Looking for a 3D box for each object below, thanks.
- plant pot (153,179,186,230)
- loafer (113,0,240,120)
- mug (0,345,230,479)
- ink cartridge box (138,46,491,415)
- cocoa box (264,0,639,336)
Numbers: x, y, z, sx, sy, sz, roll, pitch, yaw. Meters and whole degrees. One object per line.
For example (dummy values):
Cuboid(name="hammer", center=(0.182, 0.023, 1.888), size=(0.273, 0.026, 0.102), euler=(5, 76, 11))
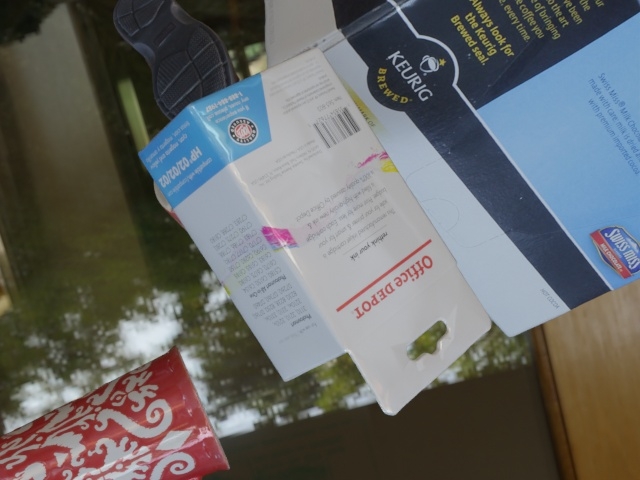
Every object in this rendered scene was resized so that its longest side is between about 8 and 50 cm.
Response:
Cuboid(name="plant pot", center=(-0.108, -0.081, 1.628), size=(0.275, 0.275, 0.243), euler=(-5, 153, 39))
Cuboid(name="loafer", center=(-0.161, -0.218, 1.307), size=(0.109, 0.095, 0.302), euler=(-41, -128, 8))
Cuboid(name="mug", center=(-0.167, 0.183, 0.847), size=(0.169, 0.113, 0.150), euler=(-23, -130, -9))
Cuboid(name="ink cartridge box", center=(0.000, 0.000, 0.556), size=(0.104, 0.181, 0.061), euler=(-33, 180, -42))
Cuboid(name="cocoa box", center=(0.145, -0.135, 0.805), size=(0.228, 0.347, 0.231), euler=(-28, -139, 21))
